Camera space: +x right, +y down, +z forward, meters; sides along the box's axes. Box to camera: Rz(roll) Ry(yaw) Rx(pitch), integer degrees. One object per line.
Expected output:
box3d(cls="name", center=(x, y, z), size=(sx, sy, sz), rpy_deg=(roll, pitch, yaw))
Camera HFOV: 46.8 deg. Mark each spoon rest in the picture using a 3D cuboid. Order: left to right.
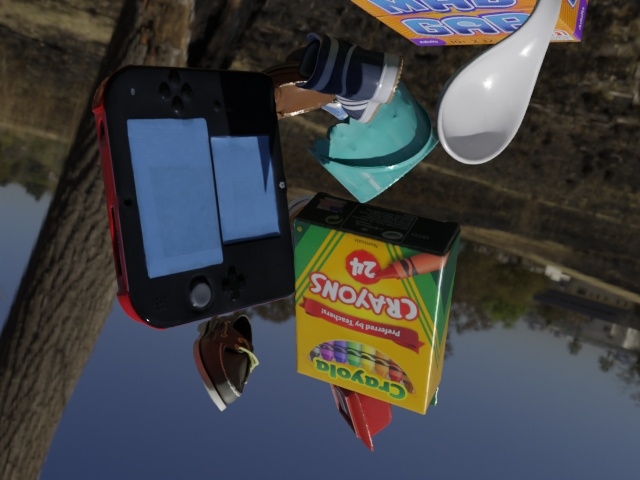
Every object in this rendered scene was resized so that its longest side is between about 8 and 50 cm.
box3d(cls="spoon rest", center=(0.234, -0.231, 0.950), size=(0.137, 0.276, 0.084), rpy_deg=(19, -175, -33))

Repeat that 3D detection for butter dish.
box3d(cls="butter dish", center=(0.094, 0.297, 1.443), size=(0.118, 0.160, 0.160), rpy_deg=(-23, -155, -13))

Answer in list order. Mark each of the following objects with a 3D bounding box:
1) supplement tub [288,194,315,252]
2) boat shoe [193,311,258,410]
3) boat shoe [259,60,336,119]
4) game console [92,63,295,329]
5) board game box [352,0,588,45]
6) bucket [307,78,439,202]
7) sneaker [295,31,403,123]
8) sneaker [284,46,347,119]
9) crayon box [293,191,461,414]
box3d(cls="supplement tub", center=(0.000, 0.000, 1.587), size=(0.144, 0.144, 0.200), rpy_deg=(15, -158, -30))
box3d(cls="boat shoe", center=(-0.161, 0.198, 1.298), size=(0.091, 0.109, 0.305), rpy_deg=(-23, -166, -2))
box3d(cls="boat shoe", center=(-0.112, -0.255, 1.388), size=(0.307, 0.104, 0.111), rpy_deg=(-8, 138, 2))
box3d(cls="game console", center=(-0.178, -0.075, 1.159), size=(0.342, 0.386, 0.060), rpy_deg=(-10, -174, -43))
box3d(cls="board game box", center=(0.276, -0.586, 1.343), size=(0.356, 0.356, 0.356), rpy_deg=(10, 179, 38))
box3d(cls="bucket", center=(0.128, -0.232, 1.713), size=(0.183, 0.281, 0.281), rpy_deg=(49, 176, -7))
box3d(cls="sneaker", center=(0.034, -0.269, 1.234), size=(0.153, 0.099, 0.282), rpy_deg=(12, 179, -7))
box3d(cls="sneaker", center=(-0.008, -0.325, 1.535), size=(0.211, 0.080, 0.081), rpy_deg=(56, 176, 36))
box3d(cls="crayon box", center=(0.070, 0.107, 1.005), size=(0.202, 0.318, 0.081), rpy_deg=(14, -144, 21))
